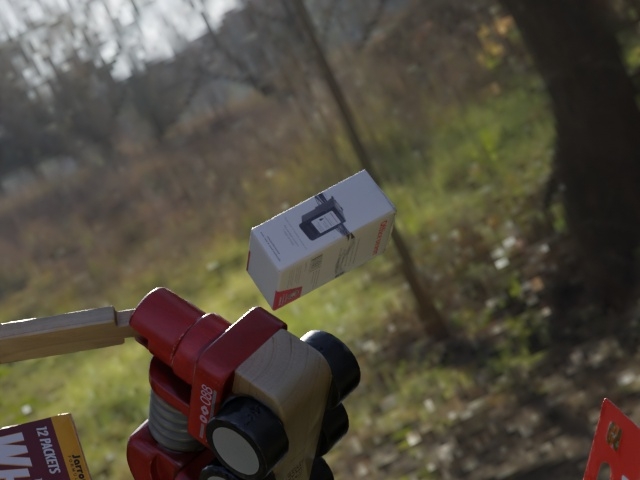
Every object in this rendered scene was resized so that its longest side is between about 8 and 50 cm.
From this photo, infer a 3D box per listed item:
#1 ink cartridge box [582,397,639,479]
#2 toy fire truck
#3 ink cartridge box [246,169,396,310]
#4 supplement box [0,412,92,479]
[{"bbox_3d":[0.271,0.274,1.471,0.066,0.189,0.232,-3,26,-31],"label":"ink cartridge box"},{"bbox_3d":[-0.122,0.128,1.307,0.158,0.246,0.217,-41,-25,-36],"label":"toy fire truck"},{"bbox_3d":[0.000,0.000,1.855,0.150,0.063,0.109,-28,-20,-18],"label":"ink cartridge box"},{"bbox_3d":[-0.321,0.287,1.643,0.191,0.129,0.194,-12,-32,-20],"label":"supplement box"}]
